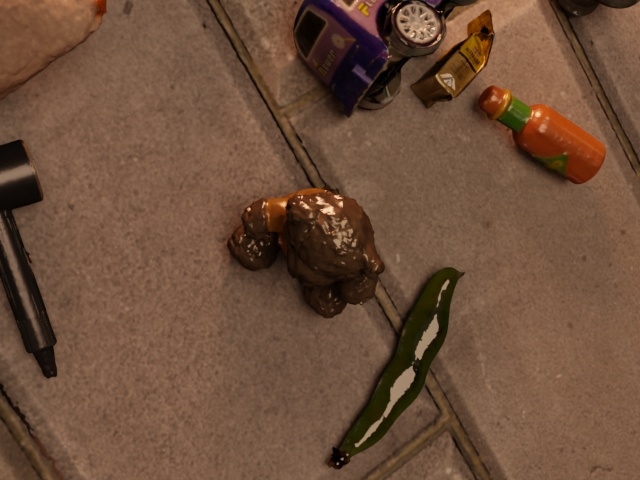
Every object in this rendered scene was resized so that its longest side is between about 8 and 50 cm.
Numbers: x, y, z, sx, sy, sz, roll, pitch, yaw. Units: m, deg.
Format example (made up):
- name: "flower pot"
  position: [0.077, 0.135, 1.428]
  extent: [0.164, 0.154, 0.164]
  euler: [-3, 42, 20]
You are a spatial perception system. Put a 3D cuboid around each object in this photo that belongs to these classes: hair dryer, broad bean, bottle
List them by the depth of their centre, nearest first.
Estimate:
- name: "hair dryer"
  position: [-0.336, 0.033, 0.988]
  extent: [0.128, 0.070, 0.256]
  euler: [-18, 100, -22]
- name: "broad bean"
  position: [0.105, 0.163, 1.176]
  extent: [0.060, 0.043, 0.298]
  euler: [33, 77, -9]
- name: "bottle"
  position: [0.290, -0.146, 1.254]
  extent: [0.187, 0.069, 0.069]
  euler: [30, 77, -18]

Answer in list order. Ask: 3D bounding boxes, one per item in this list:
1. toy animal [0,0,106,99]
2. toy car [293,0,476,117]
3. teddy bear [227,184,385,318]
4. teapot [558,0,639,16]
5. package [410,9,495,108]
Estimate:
- name: "toy animal"
  position: [-0.389, -0.241, 0.905]
  extent: [0.358, 0.188, 0.227]
  euler: [-8, 95, -23]
- name: "toy car"
  position: [0.079, -0.278, 1.122]
  extent: [0.158, 0.172, 0.235]
  euler: [42, 68, -1]
- name: "teddy bear"
  position: [0.000, 0.000, 1.059]
  extent: [0.177, 0.190, 0.140]
  euler: [35, 82, -13]
- name: "teapot"
  position: [0.377, -0.385, 1.270]
  extent: [0.130, 0.119, 0.166]
  euler: [4, 78, -28]
- name: "package"
  position: [0.179, -0.229, 1.206]
  extent: [0.047, 0.071, 0.131]
  euler: [45, 71, -9]
